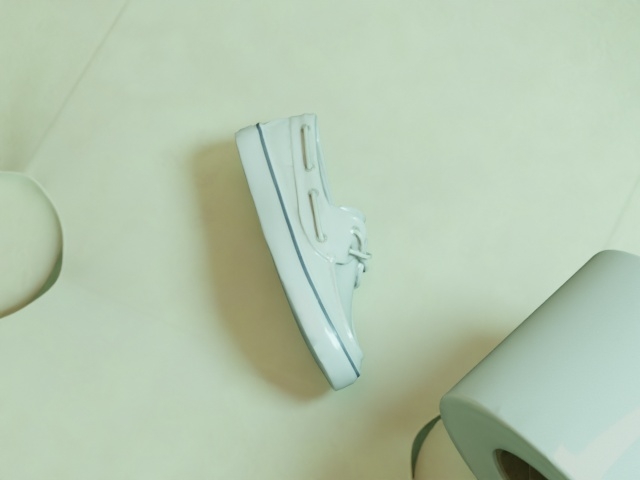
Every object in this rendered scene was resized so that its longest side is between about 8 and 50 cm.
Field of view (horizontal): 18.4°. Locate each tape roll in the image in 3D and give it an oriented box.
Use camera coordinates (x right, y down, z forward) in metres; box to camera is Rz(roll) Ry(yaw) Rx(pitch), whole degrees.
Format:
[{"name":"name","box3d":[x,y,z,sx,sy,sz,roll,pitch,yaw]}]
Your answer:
[{"name":"tape roll","box3d":[0.231,0.150,1.469,0.169,0.246,0.246,-42,67,-13]}]

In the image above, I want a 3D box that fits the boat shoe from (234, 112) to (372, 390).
[{"name":"boat shoe","box3d":[0.000,0.000,1.650,0.084,0.095,0.258,-20,65,1]}]
